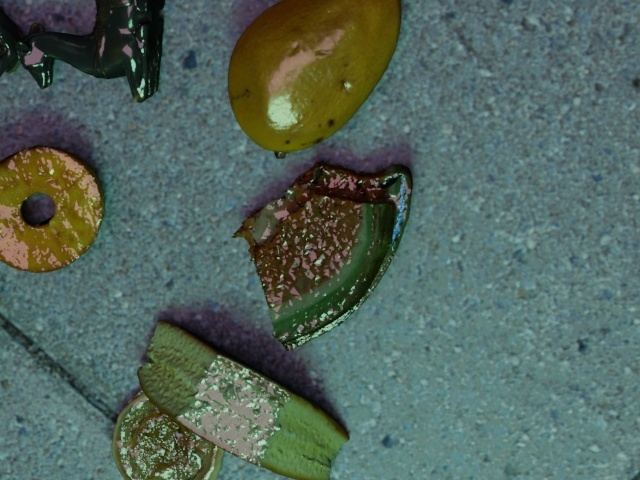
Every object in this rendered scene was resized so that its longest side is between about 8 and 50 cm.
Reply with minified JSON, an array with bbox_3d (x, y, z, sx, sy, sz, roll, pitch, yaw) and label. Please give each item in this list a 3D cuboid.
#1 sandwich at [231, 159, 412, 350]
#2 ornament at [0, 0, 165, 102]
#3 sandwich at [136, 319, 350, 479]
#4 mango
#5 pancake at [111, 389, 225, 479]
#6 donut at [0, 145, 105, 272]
[{"bbox_3d":[0.010,0.003,1.736,0.235,0.079,0.159,-37,93,12],"label":"sandwich"},{"bbox_3d":[-0.293,-0.259,1.731,0.236,0.080,0.202,5,104,7],"label":"ornament"},{"bbox_3d":[-0.089,0.184,1.766,0.258,0.096,0.094,28,90,2],"label":"sandwich"},{"bbox_3d":[-0.007,-0.198,1.690,0.147,0.109,0.227,40,100,4],"label":"mango"},{"bbox_3d":[-0.174,0.234,1.827,0.139,0.022,0.139,1,100,6],"label":"pancake"},{"bbox_3d":[-0.309,-0.037,1.781,0.152,0.058,0.152,1,100,8],"label":"donut"}]
